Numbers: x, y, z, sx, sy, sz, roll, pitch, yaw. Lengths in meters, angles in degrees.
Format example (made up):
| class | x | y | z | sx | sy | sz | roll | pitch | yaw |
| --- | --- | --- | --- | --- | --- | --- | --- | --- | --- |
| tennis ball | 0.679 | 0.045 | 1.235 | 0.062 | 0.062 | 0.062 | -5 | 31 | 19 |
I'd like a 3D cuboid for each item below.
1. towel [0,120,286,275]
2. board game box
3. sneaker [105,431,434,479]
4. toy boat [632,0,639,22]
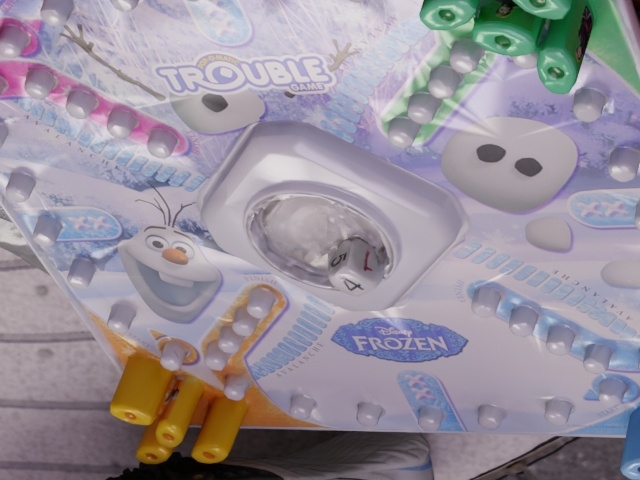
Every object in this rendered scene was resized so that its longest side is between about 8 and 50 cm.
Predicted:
| class | x | y | z | sx | sy | sz | roll | pitch | yaw |
| --- | --- | --- | --- | --- | --- | --- | --- | --- | --- |
| towel | -0.150 | -0.077 | 1.070 | 0.312 | 0.056 | 0.324 | 26 | 146 | -14 |
| board game box | 0.000 | 0.000 | 1.028 | 0.390 | 0.050 | 0.390 | -1 | 140 | 26 |
| sneaker | -0.039 | 0.171 | 1.244 | 0.237 | 0.085 | 0.086 | -6 | 100 | -18 |
| toy boat | 0.223 | -0.007 | 1.074 | 0.267 | 0.148 | 0.318 | -9 | 124 | 33 |
